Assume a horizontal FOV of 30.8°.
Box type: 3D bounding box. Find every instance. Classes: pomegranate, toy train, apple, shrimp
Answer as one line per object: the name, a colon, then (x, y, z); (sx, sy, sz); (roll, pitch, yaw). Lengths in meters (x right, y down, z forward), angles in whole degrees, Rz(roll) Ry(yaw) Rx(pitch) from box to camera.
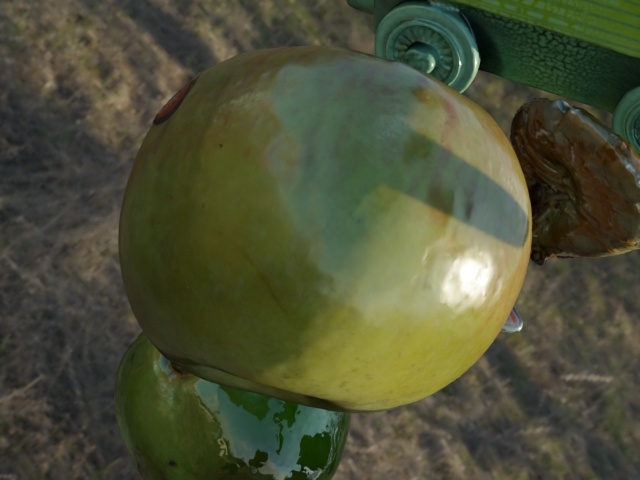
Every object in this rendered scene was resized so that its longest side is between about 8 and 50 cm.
pomegranate: (-0.074, 0.166, 0.962); (0.190, 0.241, 0.159); (2, 51, -29)
toy train: (0.233, -0.234, 1.043); (0.442, 0.272, 0.179); (21, 46, 15)
apple: (0.000, 0.000, 0.698); (0.261, 0.261, 0.194); (28, 71, -41)
shrimp: (0.207, -0.040, 1.011); (0.154, 0.062, 0.294); (50, -16, 6)

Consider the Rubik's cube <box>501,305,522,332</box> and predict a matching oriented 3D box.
Rubik's cube: (0.048, 0.005, 1.243); (0.228, 0.233, 0.228); (56, 12, -34)
